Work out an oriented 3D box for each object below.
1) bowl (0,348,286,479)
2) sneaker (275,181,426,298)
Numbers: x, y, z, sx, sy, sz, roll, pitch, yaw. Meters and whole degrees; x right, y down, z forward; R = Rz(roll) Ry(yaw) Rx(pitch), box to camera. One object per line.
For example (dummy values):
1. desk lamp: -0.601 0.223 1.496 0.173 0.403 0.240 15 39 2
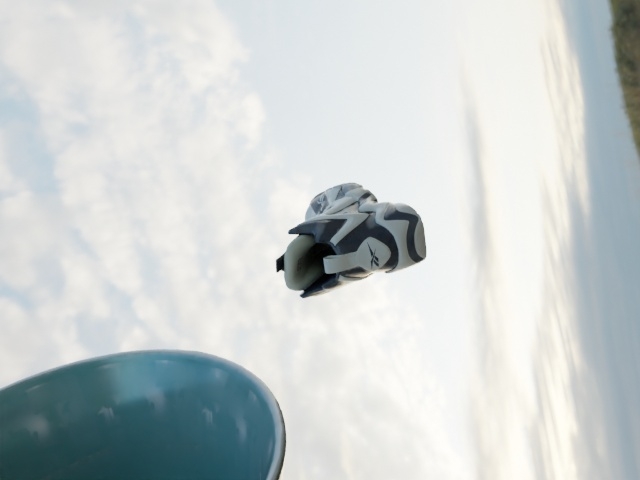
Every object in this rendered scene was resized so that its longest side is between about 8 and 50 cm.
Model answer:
1. bowl: -0.160 0.226 0.587 0.311 0.312 0.163 -57 -41 -60
2. sneaker: 0.000 0.000 0.989 0.153 0.235 0.094 -17 -67 -25
